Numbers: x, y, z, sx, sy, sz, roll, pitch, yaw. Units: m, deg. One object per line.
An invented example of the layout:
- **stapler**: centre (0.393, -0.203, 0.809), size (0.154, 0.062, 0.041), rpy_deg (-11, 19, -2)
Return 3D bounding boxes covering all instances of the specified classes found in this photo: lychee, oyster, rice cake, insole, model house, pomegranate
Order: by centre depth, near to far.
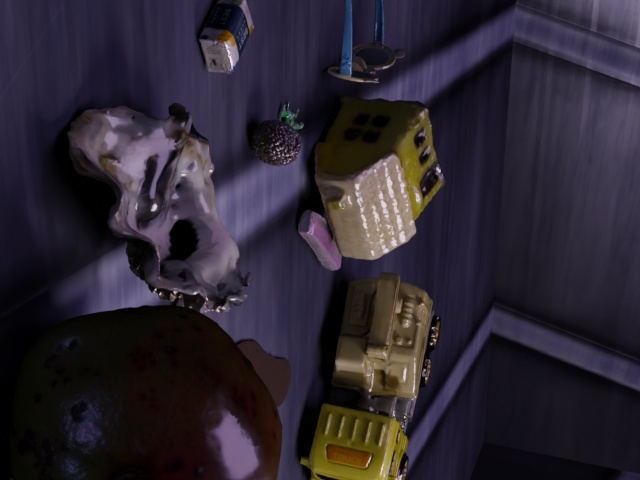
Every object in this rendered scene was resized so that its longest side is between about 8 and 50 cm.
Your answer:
- **pomegranate**: centre (-0.190, 0.186, 1.392), size (0.323, 0.291, 0.290), rpy_deg (-133, -139, -57)
- **oyster**: centre (-0.166, -0.028, 1.507), size (0.351, 0.115, 0.238), rpy_deg (-15, 89, -84)
- **lychee**: centre (-0.061, -0.133, 1.907), size (0.083, 0.067, 0.068), rpy_deg (46, 23, -42)
- **insole**: centre (-0.094, 0.214, 2.110), size (0.328, 0.007, 0.111), rpy_deg (32, 70, -73)
- **model house**: centre (0.072, -0.096, 2.241), size (0.234, 0.175, 0.193), rpy_deg (-53, 144, -34)
- **rice cake**: centre (0.000, 0.000, 2.254), size (0.206, 0.036, 0.047), rpy_deg (58, 31, -66)

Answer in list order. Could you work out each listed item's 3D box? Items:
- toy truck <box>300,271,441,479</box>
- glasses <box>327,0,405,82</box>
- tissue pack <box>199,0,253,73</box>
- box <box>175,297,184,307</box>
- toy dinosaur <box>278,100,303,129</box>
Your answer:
- **toy truck**: centre (0.093, 0.256, 2.472), size (0.254, 0.181, 0.405), rpy_deg (65, 37, -67)
- **glasses**: centre (0.046, -0.364, 2.207), size (0.189, 0.088, 0.220), rpy_deg (-50, 126, -59)
- **tissue pack**: centre (-0.115, -0.255, 1.694), size (0.062, 0.042, 0.083), rpy_deg (74, 29, -51)
- **box**: centre (-0.168, 0.078, 1.760), size (0.046, 0.012, 0.083), rpy_deg (79, 25, -52)
- **toy dinosaur**: centre (-0.047, -0.163, 2.026), size (0.062, 0.021, 0.083), rpy_deg (9, 86, -67)
